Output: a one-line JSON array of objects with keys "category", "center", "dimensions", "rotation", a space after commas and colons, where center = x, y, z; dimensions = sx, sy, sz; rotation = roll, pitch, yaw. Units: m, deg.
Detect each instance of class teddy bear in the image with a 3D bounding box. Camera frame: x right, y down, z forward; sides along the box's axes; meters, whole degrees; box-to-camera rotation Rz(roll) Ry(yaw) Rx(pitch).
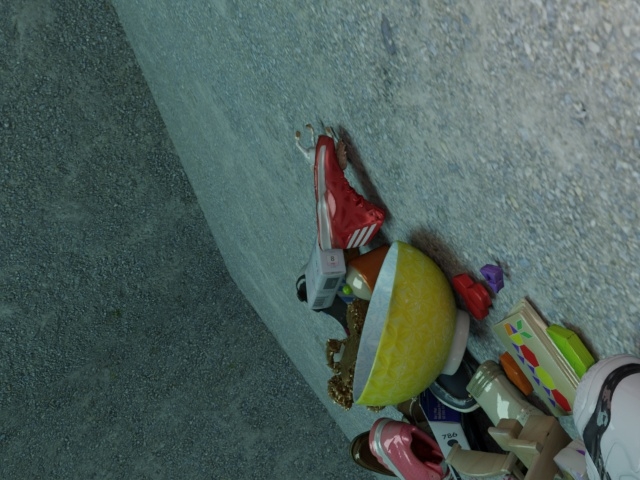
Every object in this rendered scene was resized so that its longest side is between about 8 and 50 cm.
[{"category": "teddy bear", "center": [0.105, 0.258, 1.810], "dimensions": [0.338, 0.113, 0.245], "rotation": [118, 149, -41]}]

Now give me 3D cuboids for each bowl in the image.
[{"category": "bowl", "center": [0.166, 0.158, 1.415], "dimensions": [0.156, 0.290, 0.289], "rotation": [15, 164, -1]}]

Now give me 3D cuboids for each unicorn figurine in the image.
[{"category": "unicorn figurine", "center": [-0.002, -0.169, 1.576], "dimensions": [0.162, 0.060, 0.111], "rotation": [42, 158, 53]}]

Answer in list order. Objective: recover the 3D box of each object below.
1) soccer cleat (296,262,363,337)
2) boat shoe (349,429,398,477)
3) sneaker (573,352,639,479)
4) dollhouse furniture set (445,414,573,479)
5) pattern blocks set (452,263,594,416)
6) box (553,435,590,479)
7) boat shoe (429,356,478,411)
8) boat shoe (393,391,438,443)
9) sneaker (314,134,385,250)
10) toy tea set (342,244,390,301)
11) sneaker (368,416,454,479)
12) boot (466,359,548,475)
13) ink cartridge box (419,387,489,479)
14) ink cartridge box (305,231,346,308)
[{"category": "soccer cleat", "center": [0.086, 0.164, 1.968], "dimensions": [0.331, 0.143, 0.116], "rotation": [44, 127, -9]}, {"category": "boat shoe", "center": [0.224, 0.518, 1.947], "dimensions": [0.104, 0.307, 0.111], "rotation": [170, 111, -74]}, {"category": "sneaker", "center": [0.420, 0.316, 0.931], "dimensions": [0.366, 0.137, 0.210], "rotation": [67, 168, -21]}, {"category": "dollhouse furniture set", "center": [0.278, 0.436, 1.340], "dimensions": [0.355, 0.174, 0.303], "rotation": [-11, 125, 52]}, {"category": "pattern blocks set", "center": [0.327, 0.174, 1.207], "dimensions": [0.325, 0.026, 0.285], "rotation": [58, 167, 1]}, {"category": "box", "center": [0.445, 0.421, 1.191], "dimensions": [0.324, 0.063, 0.067], "rotation": [57, 169, -20]}, {"category": "boat shoe", "center": [0.225, 0.219, 1.561], "dimensions": [0.079, 0.095, 0.254], "rotation": [60, 180, -41]}, {"category": "boat shoe", "center": [0.249, 0.386, 1.833], "dimensions": [0.120, 0.122, 0.324], "rotation": [45, 171, 28]}, {"category": "sneaker", "center": [0.054, -0.089, 1.511], "dimensions": [0.087, 0.128, 0.221], "rotation": [-87, -5, -64]}, {"category": "toy tea set", "center": [0.059, 0.050, 1.711], "dimensions": [0.200, 0.124, 0.336], "rotation": [56, 167, 9]}, {"category": "sneaker", "center": [0.238, 0.512, 1.778], "dimensions": [0.314, 0.116, 0.136], "rotation": [49, 146, -14]}, {"category": "boot", "center": [0.326, 0.315, 1.431], "dimensions": [0.165, 0.077, 0.213], "rotation": [49, 159, 34]}, {"category": "ink cartridge box", "center": [0.278, 0.387, 1.656], "dimensions": [0.165, 0.065, 0.333], "rotation": [-83, -29, -57]}, {"category": "ink cartridge box", "center": [0.000, 0.000, 1.674], "dimensions": [0.189, 0.066, 0.232], "rotation": [108, 154, -63]}]
